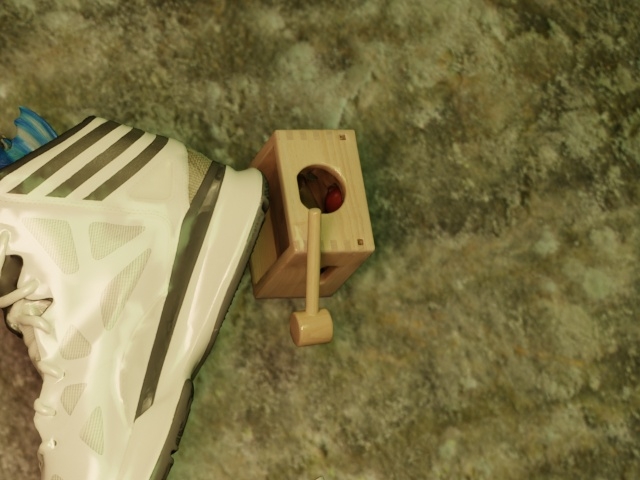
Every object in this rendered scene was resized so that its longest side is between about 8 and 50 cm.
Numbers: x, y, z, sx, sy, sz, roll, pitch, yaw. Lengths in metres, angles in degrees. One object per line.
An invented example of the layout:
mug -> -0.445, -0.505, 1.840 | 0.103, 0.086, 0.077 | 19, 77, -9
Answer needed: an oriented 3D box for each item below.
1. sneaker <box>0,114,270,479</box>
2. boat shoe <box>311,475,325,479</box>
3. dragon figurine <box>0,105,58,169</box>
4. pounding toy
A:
sneaker -> -0.237, 0.099, 1.703 | 0.257, 0.169, 0.447 | 23, 73, -9
boat shoe -> -0.075, 0.309, 1.730 | 0.254, 0.095, 0.079 | -39, 83, -28
dragon figurine -> -0.291, -0.067, 1.814 | 0.144, 0.085, 0.289 | -27, 84, -30
pounding toy -> 0.004, 0.002, 1.841 | 0.094, 0.181, 0.206 | -1, 69, -21
